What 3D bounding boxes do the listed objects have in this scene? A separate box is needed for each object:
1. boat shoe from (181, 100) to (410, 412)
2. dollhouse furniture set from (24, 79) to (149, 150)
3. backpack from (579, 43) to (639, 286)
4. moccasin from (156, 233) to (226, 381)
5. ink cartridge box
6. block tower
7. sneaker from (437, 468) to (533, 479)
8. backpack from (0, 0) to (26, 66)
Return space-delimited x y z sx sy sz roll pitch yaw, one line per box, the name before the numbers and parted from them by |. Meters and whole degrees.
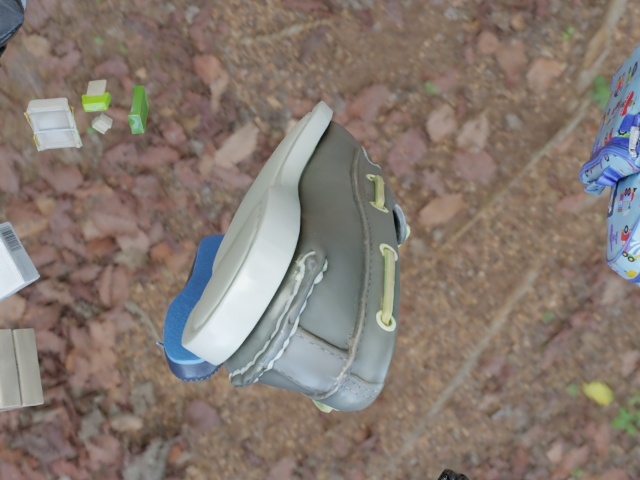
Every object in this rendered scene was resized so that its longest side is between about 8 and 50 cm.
boat shoe | -0.002 0.004 0.731 0.091 0.305 0.109 31 109 -7
dollhouse furniture set | -0.306 -0.169 1.717 0.151 0.058 0.076 -4 136 4
backpack | 0.251 -0.042 0.942 0.117 0.158 0.173 19 90 2
moccasin | -0.155 0.118 2.022 0.137 0.342 0.117 7 122 9
ink cartridge box | -0.331 0.036 1.259 0.115 0.063 0.029 -30 179 26
block tower | -0.472 0.173 1.558 0.335 0.097 0.091 -16 168 39
sneaker | 0.183 0.293 1.515 0.152 0.058 0.084 -26 86 -23
backpack | -0.512 -0.355 1.729 0.290 0.355 0.273 -28 110 19
